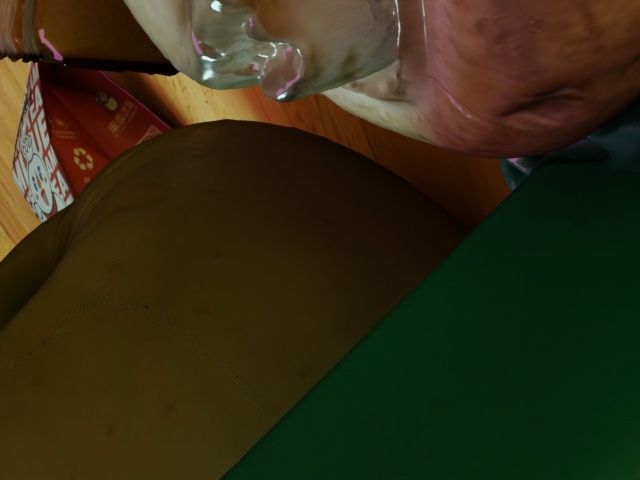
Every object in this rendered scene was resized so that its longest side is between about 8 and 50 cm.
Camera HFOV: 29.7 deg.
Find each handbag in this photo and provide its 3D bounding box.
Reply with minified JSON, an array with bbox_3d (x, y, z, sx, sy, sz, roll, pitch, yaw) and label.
[{"bbox_3d":[-0.191,-0.055,1.157,0.298,0.151,0.171,58,159,5],"label":"handbag"}]

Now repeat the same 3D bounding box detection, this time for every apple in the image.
[{"bbox_3d":[-0.046,0.167,0.735,0.473,0.474,0.473,45,161,20],"label":"apple"}]

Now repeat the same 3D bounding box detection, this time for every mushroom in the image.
[{"bbox_3d":[0.021,-0.135,0.396,0.255,0.184,0.254,51,156,33],"label":"mushroom"}]

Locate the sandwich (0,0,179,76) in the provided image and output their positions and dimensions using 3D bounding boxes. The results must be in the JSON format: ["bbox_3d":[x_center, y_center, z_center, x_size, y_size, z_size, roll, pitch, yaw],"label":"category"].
[{"bbox_3d":[-0.038,-0.179,0.590,0.155,0.228,0.198,20,108,62],"label":"sandwich"}]

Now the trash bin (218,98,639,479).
[{"bbox_3d":[0.081,0.126,0.418,0.259,0.381,0.295,58,162,-16],"label":"trash bin"}]
